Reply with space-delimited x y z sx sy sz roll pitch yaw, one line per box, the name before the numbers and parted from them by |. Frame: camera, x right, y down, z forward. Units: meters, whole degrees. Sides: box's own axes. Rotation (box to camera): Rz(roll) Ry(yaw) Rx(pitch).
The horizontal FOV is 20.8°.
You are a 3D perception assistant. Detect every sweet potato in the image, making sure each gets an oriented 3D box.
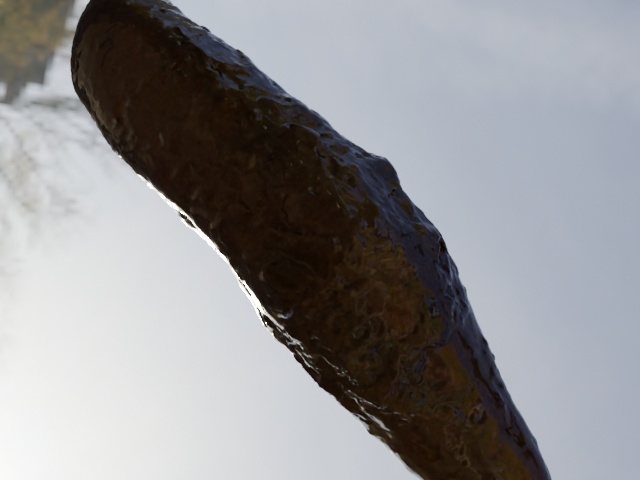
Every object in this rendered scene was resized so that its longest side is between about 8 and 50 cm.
sweet potato | -0.001 -0.002 0.803 0.341 0.092 0.114 49 -7 11
